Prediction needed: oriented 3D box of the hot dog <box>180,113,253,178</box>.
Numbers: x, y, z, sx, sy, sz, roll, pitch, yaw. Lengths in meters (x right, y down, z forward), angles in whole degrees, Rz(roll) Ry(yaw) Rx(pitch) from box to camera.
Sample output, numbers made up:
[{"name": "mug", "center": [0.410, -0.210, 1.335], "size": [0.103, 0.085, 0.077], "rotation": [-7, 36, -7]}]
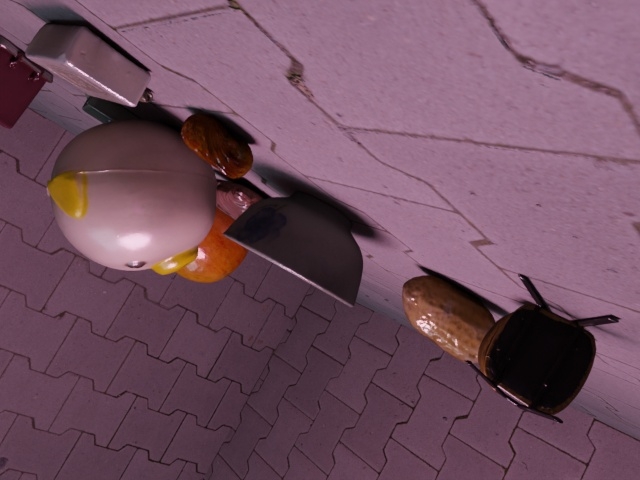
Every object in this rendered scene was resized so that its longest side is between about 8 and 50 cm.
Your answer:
[{"name": "hot dog", "center": [-0.164, -0.151, 0.943], "size": [0.099, 0.065, 0.147], "rotation": [35, -177, -42]}]

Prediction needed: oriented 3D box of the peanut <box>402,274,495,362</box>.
[{"name": "peanut", "center": [0.261, 0.153, 1.201], "size": [0.224, 0.129, 0.129], "rotation": [40, 172, -9]}]

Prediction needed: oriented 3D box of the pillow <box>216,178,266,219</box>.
[{"name": "pillow", "center": [-0.175, -0.077, 1.463], "size": [0.236, 0.084, 0.223], "rotation": [37, 172, -35]}]

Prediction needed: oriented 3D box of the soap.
[{"name": "soap", "center": [-0.345, -0.262, 0.879], "size": [0.183, 0.063, 0.121], "rotation": [23, 174, 46]}]

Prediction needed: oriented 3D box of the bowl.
[{"name": "bowl", "center": [-0.028, -0.002, 1.144], "size": [0.289, 0.146, 0.289], "rotation": [28, 175, 3]}]

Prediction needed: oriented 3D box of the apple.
[{"name": "apple", "center": [-0.372, -0.030, 1.815], "size": [0.299, 0.299, 0.275], "rotation": [23, 157, 45]}]

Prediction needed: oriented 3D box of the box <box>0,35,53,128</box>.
[{"name": "box", "center": [-0.795, -0.393, 1.359], "size": [0.294, 0.167, 0.193], "rotation": [27, 171, 20]}]

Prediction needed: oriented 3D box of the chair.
[{"name": "chair", "center": [0.320, 0.169, 0.906], "size": [0.172, 0.158, 0.247], "rotation": [30, 173, 26]}]

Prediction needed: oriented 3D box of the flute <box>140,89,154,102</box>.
[{"name": "flute", "center": [-0.359, -0.267, 1.058], "size": [0.233, 0.027, 0.027], "rotation": [23, 171, 45]}]

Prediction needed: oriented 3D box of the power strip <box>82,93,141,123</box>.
[{"name": "power strip", "center": [-0.422, -0.252, 1.361], "size": [0.270, 0.046, 0.118], "rotation": [34, 172, -29]}]

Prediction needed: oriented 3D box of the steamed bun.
[{"name": "steamed bun", "center": [-0.375, -0.090, 1.209], "size": [0.334, 0.333, 0.374], "rotation": [31, 165, -13]}]
